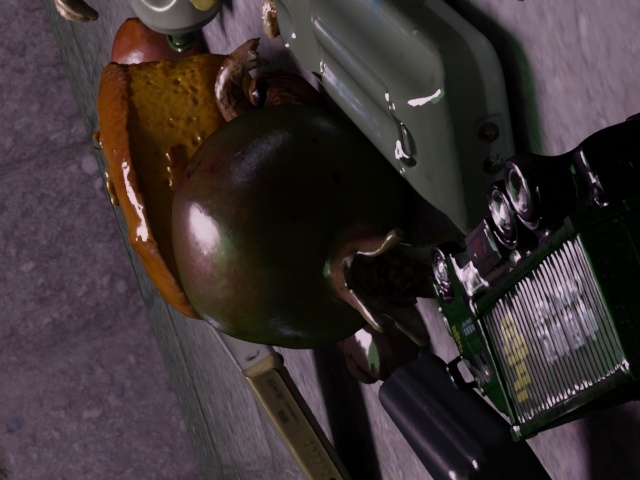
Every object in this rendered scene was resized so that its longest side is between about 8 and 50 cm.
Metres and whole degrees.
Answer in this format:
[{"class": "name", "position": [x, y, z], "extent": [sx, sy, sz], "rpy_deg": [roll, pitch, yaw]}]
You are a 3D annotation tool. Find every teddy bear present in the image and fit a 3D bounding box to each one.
[{"class": "teddy bear", "position": [0.023, 0.055, 1.457], "extent": [0.160, 0.078, 0.119], "rpy_deg": [-121, 21, -52]}]

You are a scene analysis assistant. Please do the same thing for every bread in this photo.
[{"class": "bread", "position": [-0.102, -0.050, 1.608], "extent": [0.268, 0.145, 0.268], "rpy_deg": [-19, -90, -83]}]

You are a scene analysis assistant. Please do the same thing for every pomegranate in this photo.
[{"class": "pomegranate", "position": [0.000, 0.000, 1.287], "extent": [0.224, 0.181, 0.182], "rpy_deg": [23, 133, 49]}]

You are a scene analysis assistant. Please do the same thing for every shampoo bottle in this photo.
[{"class": "shampoo bottle", "position": [-0.144, -0.274, 1.712], "extent": [0.234, 0.087, 0.118], "rpy_deg": [83, 161, -46]}]

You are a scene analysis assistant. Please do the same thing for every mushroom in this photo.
[{"class": "mushroom", "position": [-0.026, -0.084, 1.443], "extent": [0.171, 0.080, 0.135], "rpy_deg": [65, 178, -30]}]

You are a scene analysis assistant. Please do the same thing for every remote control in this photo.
[{"class": "remote control", "position": [0.036, -0.117, 1.169], "extent": [0.335, 0.065, 0.128], "rpy_deg": [-127, 20, -59]}]

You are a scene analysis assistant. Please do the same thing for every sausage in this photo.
[{"class": "sausage", "position": [-0.155, -0.118, 1.955], "extent": [0.113, 0.113, 0.259], "rpy_deg": [-142, 34, -70]}]

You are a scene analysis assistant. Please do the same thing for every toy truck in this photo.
[{"class": "toy truck", "position": [0.127, 0.024, 0.905], "extent": [0.259, 0.088, 0.121], "rpy_deg": [123, 128, -74]}]

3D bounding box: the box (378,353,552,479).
[{"class": "box", "position": [0.125, 0.180, 1.078], "extent": [0.230, 0.050, 0.160], "rpy_deg": [56, 175, -23]}]

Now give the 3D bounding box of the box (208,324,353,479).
[{"class": "box", "position": [-0.025, 0.180, 1.812], "extent": [0.270, 0.045, 0.211], "rpy_deg": [60, 175, -28]}]

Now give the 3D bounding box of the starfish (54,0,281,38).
[{"class": "starfish", "position": [-0.109, -0.270, 1.294], "extent": [0.327, 0.094, 0.375], "rpy_deg": [51, -141, -17]}]

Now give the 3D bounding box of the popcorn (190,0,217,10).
[{"class": "popcorn", "position": [-0.098, -0.255, 1.481], "extent": [0.120, 0.116, 0.106], "rpy_deg": [31, -162, -26]}]
